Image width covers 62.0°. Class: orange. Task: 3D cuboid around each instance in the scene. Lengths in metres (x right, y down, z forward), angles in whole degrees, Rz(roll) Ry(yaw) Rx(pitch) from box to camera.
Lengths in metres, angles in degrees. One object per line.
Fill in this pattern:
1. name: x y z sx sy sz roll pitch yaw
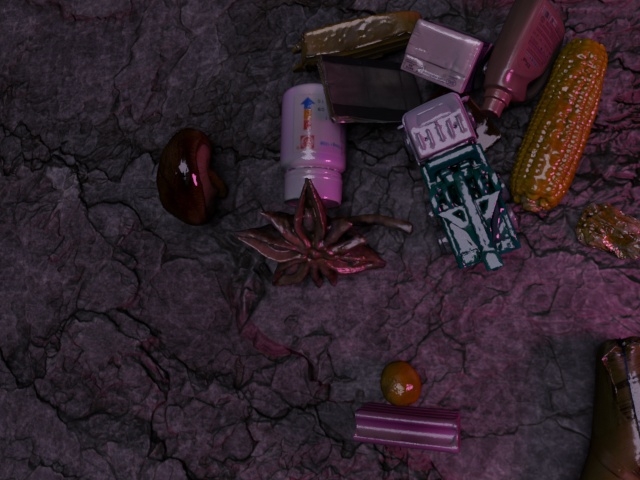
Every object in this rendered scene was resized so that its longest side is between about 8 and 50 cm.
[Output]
1. orange: 0.164 0.296 1.104 0.085 0.085 0.095 -23 55 13

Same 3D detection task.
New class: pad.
1. pad: 0.115 -0.324 1.153 0.233 0.022 0.174 -2 67 -20

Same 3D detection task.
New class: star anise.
1. star anise: -0.001 0.000 1.147 0.350 0.292 0.108 -35 40 33

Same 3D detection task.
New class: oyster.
1. oyster: 0.575 -0.013 1.049 0.122 0.045 0.146 -27 75 26

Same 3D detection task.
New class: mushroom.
1. mushroom: -0.315 -0.150 1.249 0.138 0.194 0.231 -10 70 15

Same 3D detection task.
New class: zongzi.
1. zongzi: 0.514 0.339 0.978 0.289 0.123 0.260 -29 71 15

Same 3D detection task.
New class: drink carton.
1. drink carton: 0.271 -0.376 1.081 0.134 0.222 0.101 27 119 19

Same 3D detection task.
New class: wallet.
1. wallet: 0.308 -0.260 1.162 0.095 0.026 0.176 -41 71 14

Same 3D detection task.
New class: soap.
1. soap: 0.178 0.373 1.070 0.203 0.122 0.065 1 83 18

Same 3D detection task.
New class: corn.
1. corn: 0.474 -0.227 1.060 0.121 0.120 0.363 18 88 18

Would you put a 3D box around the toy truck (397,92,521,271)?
1. toy truck: 0.281 -0.112 1.059 0.177 0.178 0.363 -22 85 14

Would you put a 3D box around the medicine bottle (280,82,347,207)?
1. medicine bottle: -0.015 -0.205 1.187 0.152 0.152 0.254 -1 84 17

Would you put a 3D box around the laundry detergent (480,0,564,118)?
1. laundry detergent: 0.407 -0.345 1.073 0.076 0.171 0.237 23 90 47

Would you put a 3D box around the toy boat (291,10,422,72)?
1. toy boat: 0.079 -0.446 1.209 0.310 0.115 0.089 -10 81 13
